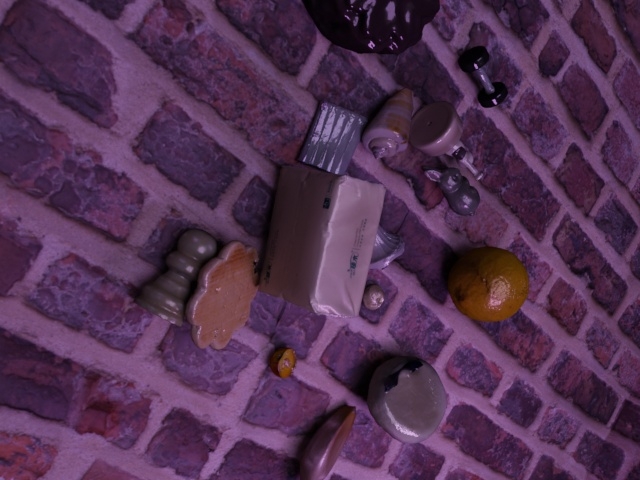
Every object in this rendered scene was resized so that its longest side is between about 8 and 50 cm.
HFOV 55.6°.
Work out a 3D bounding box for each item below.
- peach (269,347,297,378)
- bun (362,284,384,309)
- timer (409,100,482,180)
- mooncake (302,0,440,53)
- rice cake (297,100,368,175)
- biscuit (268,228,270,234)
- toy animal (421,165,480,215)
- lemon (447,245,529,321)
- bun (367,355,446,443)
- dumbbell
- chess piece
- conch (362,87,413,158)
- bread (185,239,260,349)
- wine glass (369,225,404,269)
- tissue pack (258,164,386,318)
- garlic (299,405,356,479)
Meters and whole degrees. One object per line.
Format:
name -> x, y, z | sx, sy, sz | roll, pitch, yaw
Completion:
peach -> -0.117, 0.371, 1.859 | 0.098, 0.062, 0.098 | -25, 121, -50
bun -> 0.179, 0.190, 2.003 | 0.086, 0.055, 0.086 | -9, 108, -30
timer -> 0.423, -0.307, 1.972 | 0.266, 0.175, 0.175 | 34, 83, -39
mooncake -> 0.164, -0.702, 1.683 | 0.351, 0.212, 0.381 | 37, 84, -40
rice cake -> 0.037, -0.298, 1.797 | 0.190, 0.037, 0.198 | 16, 93, -35
biscuit -> -0.100, -0.018, 1.796 | 0.120, 0.015, 0.120 | -9, 106, -32
toy animal -> 0.448, -0.182, 2.040 | 0.108, 0.138, 0.236 | -34, 129, 18
lemon -> 0.587, 0.151, 2.127 | 0.293, 0.293, 0.292 | -9, 107, -31
bun -> 0.277, 0.544, 2.084 | 0.293, 0.187, 0.292 | 7, 72, -24
dumbbell -> 0.541, -0.542, 2.019 | 0.100, 0.100, 0.191 | -48, 122, -13
chess piece -> -0.364, 0.084, 1.591 | 0.144, 0.144, 0.251 | 36, 76, -34
conch -> 0.231, -0.348, 1.842 | 0.158, 0.127, 0.255 | 37, 79, -45
bread -> -0.259, 0.149, 1.643 | 0.316, 0.054, 0.315 | -47, 148, -43
wine glass -> 0.155, -0.027, 1.874 | 0.165, 0.165, 0.196 | -37, 115, -20
tissue pack -> 0.000, 0.000, 1.676 | 0.207, 0.297, 0.380 | 9, 93, -39
garlic -> 0.020, 0.674, 1.994 | 0.318, 0.112, 0.143 | -49, 145, -20
